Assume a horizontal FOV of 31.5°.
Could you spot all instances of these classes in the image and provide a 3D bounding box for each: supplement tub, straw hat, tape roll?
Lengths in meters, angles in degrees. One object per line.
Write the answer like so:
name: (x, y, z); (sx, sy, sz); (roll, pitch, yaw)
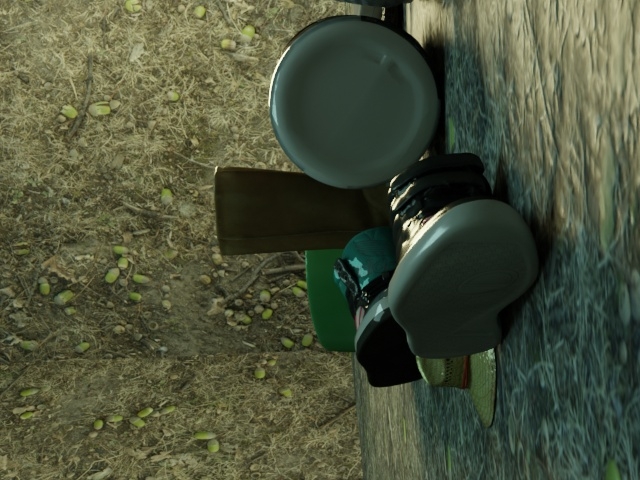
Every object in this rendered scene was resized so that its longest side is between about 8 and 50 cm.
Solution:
supplement tub: (0.035, -0.177, 1.379); (0.316, 0.193, 0.193); (-97, 4, -79)
straw hat: (0.118, 0.099, 1.032); (0.144, 0.061, 0.144); (178, 90, -88)
tape roll: (0.053, 0.010, 1.736); (0.321, 0.077, 0.321); (0, -90, -75)

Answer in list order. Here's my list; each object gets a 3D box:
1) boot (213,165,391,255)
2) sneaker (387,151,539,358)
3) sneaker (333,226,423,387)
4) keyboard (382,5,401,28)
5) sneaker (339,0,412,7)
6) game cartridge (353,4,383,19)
boot: (0.000, 0.000, 1.514); (0.089, 0.269, 0.236); (-94, 2, -60)
sneaker: (0.093, -0.012, 0.855); (0.296, 0.104, 0.147); (78, -176, -71)
sneaker: (0.085, 0.059, 1.382); (0.295, 0.124, 0.178); (87, 171, -69)
keyboard: (0.106, -0.313, 1.667); (0.201, 0.033, 0.317); (-79, -13, -66)
sneaker: (0.062, -0.393, 1.352); (0.366, 0.137, 0.210); (-64, -16, -74)
game cartridge: (0.081, -0.525, 1.951); (0.198, 0.062, 0.297); (135, 133, -83)
